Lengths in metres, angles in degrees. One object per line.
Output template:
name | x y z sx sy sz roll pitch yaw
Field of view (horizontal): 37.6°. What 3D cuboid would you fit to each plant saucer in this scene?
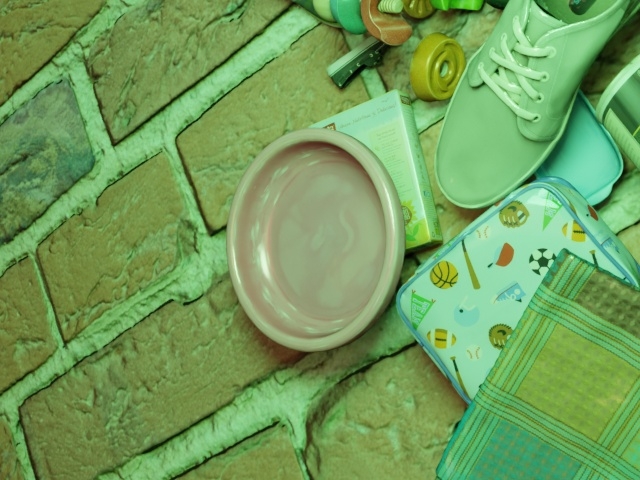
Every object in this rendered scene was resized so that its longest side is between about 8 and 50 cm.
plant saucer | 0.000 0.000 1.413 0.332 0.084 0.332 -3 86 40

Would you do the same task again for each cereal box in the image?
cereal box | 0.080 -0.090 1.440 0.173 0.047 0.240 -18 77 33

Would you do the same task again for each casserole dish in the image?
casserole dish | 0.339 -0.130 1.288 0.114 0.037 0.188 -36 69 25

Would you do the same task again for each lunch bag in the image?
lunch bag | 0.265 0.081 1.261 0.303 0.115 0.243 -42 84 24

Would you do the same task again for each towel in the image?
towel | 0.335 0.230 1.190 0.271 0.040 0.370 29 110 11

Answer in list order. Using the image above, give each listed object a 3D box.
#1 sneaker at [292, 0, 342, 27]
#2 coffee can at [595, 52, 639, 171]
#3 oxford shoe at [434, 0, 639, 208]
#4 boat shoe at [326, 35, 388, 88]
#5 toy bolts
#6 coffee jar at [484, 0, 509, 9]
sneaker | -0.039 -0.427 1.498 0.300 0.121 0.111 30 103 30
coffee can | 0.484 -0.101 1.095 0.201 0.201 0.275 -42 66 23
oxford shoe | 0.267 -0.227 1.200 0.169 0.130 0.449 44 123 19
boat shoe | 0.074 -0.287 1.466 0.142 0.049 0.040 -31 90 29
toy bolts | 0.100 -0.317 1.358 0.158 0.228 0.218 21 111 43
coffee jar | 0.319 -0.340 1.280 0.184 0.096 0.079 23 102 31
